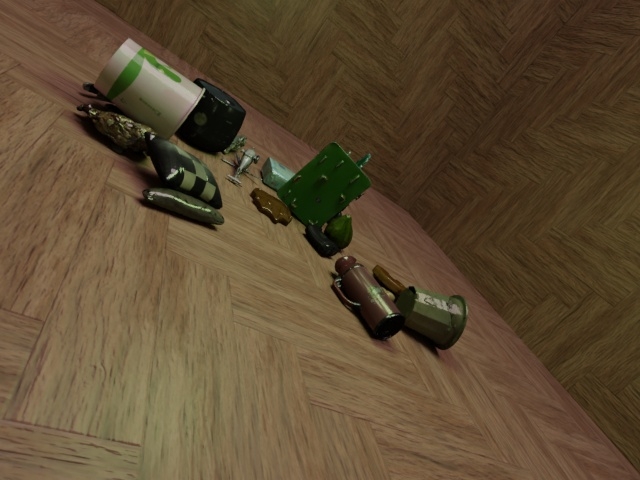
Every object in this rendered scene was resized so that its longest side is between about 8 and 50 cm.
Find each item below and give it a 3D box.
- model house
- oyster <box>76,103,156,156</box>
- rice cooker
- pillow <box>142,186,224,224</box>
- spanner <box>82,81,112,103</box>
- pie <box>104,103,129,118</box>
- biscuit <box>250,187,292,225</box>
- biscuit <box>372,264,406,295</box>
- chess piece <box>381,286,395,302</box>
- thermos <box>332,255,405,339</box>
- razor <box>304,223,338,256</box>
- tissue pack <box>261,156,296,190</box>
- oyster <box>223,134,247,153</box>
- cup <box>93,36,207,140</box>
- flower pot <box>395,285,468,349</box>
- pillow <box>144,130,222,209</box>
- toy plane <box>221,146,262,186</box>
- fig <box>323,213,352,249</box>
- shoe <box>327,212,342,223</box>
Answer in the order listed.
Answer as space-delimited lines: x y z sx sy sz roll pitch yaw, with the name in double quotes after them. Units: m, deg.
0.033 -0.276 1.811 0.242 0.357 0.313 42 27 -17 "model house"
-0.578 -0.322 1.268 0.259 0.092 0.198 42 13 21 "oyster"
-0.450 -0.494 1.732 0.267 0.225 0.267 33 19 -14 "rice cooker"
-0.372 -0.100 1.174 0.241 0.051 0.093 19 16 -43 "pillow"
-0.691 -0.494 1.530 0.095 0.040 0.325 33 12 7 "spanner"
-0.678 -0.429 1.446 0.085 0.017 0.085 32 18 -11 "pie"
-0.181 -0.126 1.654 0.182 0.034 0.215 29 20 -29 "biscuit"
0.284 0.171 1.770 0.186 0.044 0.295 38 6 11 "biscuit"
0.233 0.209 1.601 0.066 0.066 0.122 49 14 31 "chess piece"
0.132 0.175 1.429 0.330 0.136 0.110 55 -4 42 "thermos"
0.000 0.000 1.662 0.090 0.054 0.148 15 28 -52 "razor"
-0.143 -0.258 1.985 0.263 0.089 0.177 32 21 -27 "tissue pack"
-0.399 -0.462 1.984 0.199 0.087 0.252 5 28 -45 "oyster"
-0.549 -0.474 1.389 0.273 0.253 0.253 37 16 -26 "cup"
0.393 0.260 1.569 0.202 0.213 0.212 26 19 -13 "flower pot"
-0.392 -0.194 1.246 0.186 0.106 0.250 59 12 25 "pillow"
-0.317 -0.314 1.745 0.181 0.107 0.273 35 21 6 "toy plane"
0.085 -0.045 1.782 0.123 0.156 0.123 29 23 -13 "fig"
0.012 -0.178 2.058 0.093 0.108 0.241 25 25 -46 "shoe"
